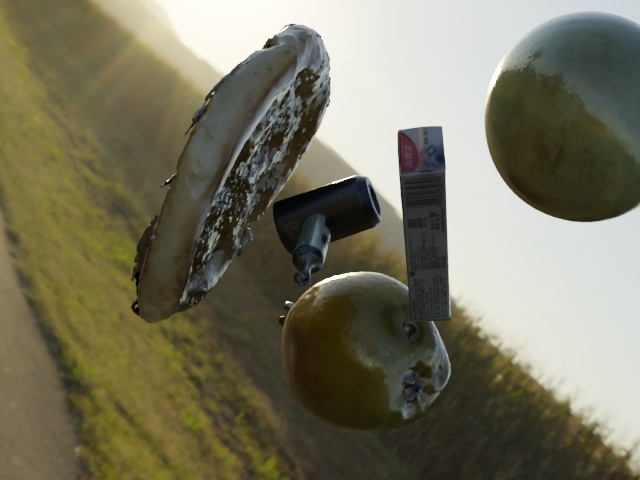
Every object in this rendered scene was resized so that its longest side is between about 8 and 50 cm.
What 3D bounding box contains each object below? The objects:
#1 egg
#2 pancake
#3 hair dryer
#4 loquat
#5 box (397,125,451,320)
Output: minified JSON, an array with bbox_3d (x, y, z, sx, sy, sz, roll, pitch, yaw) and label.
[{"bbox_3d":[0.294,-0.146,1.255,0.218,0.218,0.295,44,32,-10],"label":"egg"},{"bbox_3d":[-0.091,-0.070,1.239,0.071,0.382,0.382,30,-2,6],"label":"pancake"},{"bbox_3d":[0.000,0.000,1.061,0.197,0.100,0.057,-74,143,-66],"label":"hair dryer"},{"bbox_3d":[0.039,0.139,1.466,0.246,0.213,0.213,24,-13,39],"label":"loquat"},{"bbox_3d":[0.094,-0.009,1.016,0.218,0.040,0.055,80,7,-52],"label":"box"}]
